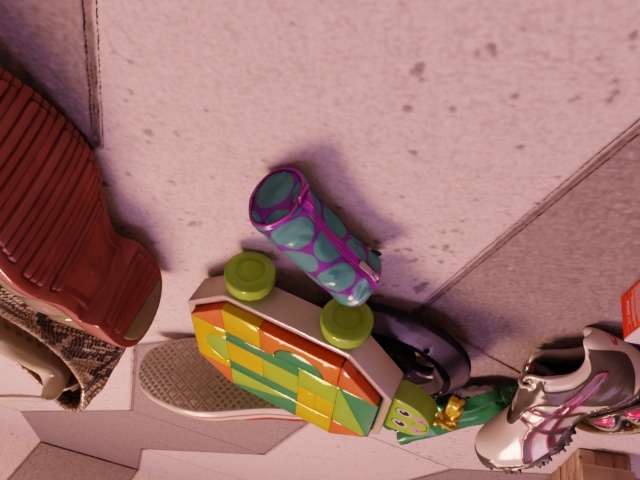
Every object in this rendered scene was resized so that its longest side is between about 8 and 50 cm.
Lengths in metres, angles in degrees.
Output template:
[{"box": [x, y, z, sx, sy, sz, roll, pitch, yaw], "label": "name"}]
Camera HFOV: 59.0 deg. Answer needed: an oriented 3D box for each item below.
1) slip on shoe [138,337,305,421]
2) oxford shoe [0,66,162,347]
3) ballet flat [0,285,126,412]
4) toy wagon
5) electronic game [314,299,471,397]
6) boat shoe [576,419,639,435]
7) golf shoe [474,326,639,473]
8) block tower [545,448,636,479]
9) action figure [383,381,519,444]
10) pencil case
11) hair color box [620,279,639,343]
[{"box": [-0.119, 0.226, 0.880, 0.331, 0.123, 0.101, 4, 152, 4], "label": "slip on shoe"}, {"box": [-0.287, -0.009, 0.543, 0.147, 0.140, 0.397, 13, 147, 13], "label": "oxford shoe"}, {"box": [-0.423, 0.106, 0.724, 0.164, 0.182, 0.482, 1, 146, 19], "label": "ballet flat"}, {"box": [0.001, 0.155, 0.685, 0.344, 0.068, 0.267, 24, 145, 14], "label": "toy wagon"}, {"box": [0.080, 0.145, 0.740, 0.229, 0.048, 0.229, 15, 146, 10], "label": "electronic game"}, {"box": [0.414, 0.199, 0.683, 0.073, 0.080, 0.223, 30, 140, -18], "label": "boat shoe"}, {"box": [0.280, 0.196, 0.705, 0.120, 0.105, 0.273, 42, 128, -4], "label": "golf shoe"}, {"box": [0.512, 0.493, 1.103, 0.097, 0.091, 0.335, 6, 148, 11], "label": "block tower"}, {"box": [0.201, 0.251, 0.853, 0.232, 0.063, 0.137, -21, 134, 32], "label": "action figure"}, {"box": [0.000, 0.000, 0.523, 0.070, 0.064, 0.152, 5, 152, 42], "label": "pencil case"}, {"box": [0.343, 0.041, 0.482, 0.093, 0.053, 0.167, 11, 150, 4], "label": "hair color box"}]
